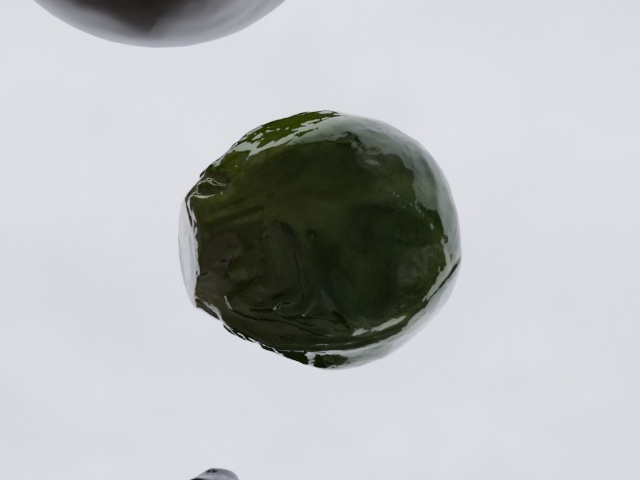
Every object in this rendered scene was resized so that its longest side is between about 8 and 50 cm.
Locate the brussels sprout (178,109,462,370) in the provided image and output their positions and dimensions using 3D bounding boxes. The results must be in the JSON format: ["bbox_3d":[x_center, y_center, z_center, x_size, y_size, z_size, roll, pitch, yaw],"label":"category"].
[{"bbox_3d":[0.001,0.001,0.966,0.155,0.117,0.155,-6,-56,-9],"label":"brussels sprout"}]

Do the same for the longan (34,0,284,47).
[{"bbox_3d":[-0.111,-0.273,1.368,0.300,0.300,0.243,-7,-93,11],"label":"longan"}]

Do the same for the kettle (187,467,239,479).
[{"bbox_3d":[-0.147,0.380,1.278,0.250,0.376,0.361,25,-47,-37],"label":"kettle"}]
